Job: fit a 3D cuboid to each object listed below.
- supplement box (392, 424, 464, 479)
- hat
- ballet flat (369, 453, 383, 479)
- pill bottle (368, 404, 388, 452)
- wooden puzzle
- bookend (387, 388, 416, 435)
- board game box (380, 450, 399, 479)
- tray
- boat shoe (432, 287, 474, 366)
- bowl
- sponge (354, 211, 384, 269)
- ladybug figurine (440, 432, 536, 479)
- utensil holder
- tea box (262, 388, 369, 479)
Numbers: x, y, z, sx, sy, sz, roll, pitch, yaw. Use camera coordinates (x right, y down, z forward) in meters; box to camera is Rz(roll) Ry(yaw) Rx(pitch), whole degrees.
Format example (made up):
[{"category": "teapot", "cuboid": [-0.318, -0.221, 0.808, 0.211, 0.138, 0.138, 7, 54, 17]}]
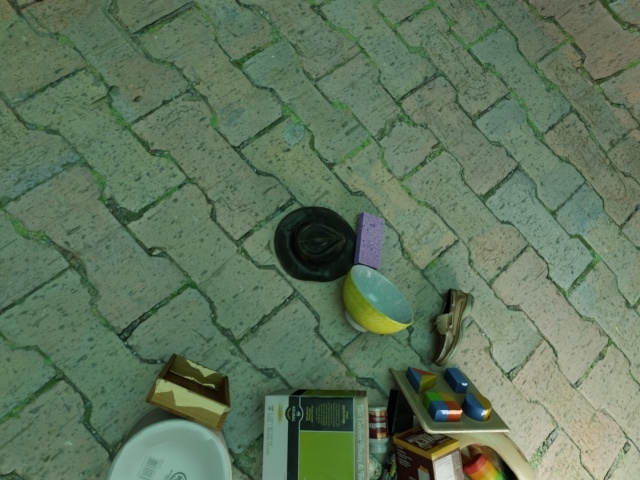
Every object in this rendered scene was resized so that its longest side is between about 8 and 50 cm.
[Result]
[{"category": "supplement box", "cuboid": [0.360, 0.757, 1.542, 0.129, 0.191, 0.194, -6, 89, -32]}, {"category": "hat", "cuboid": [0.000, 0.000, 1.722, 0.331, 0.134, 0.331, 4, 75, -15]}, {"category": "ballet flat", "cuboid": [0.128, 0.760, 1.605, 0.241, 0.077, 0.091, 37, 68, -5]}, {"category": "pill bottle", "cuboid": [0.199, 0.670, 1.642, 0.086, 0.086, 0.152, 1, 77, -16]}, {"category": "wooden puzzle", "cuboid": [0.456, 0.546, 1.633, 0.348, 0.322, 0.080, 10, 107, -16]}, {"category": "bookend", "cuboid": [0.329, 0.643, 1.694, 0.157, 0.072, 0.156, 16, 74, -13]}, {"category": "board game box", "cuboid": [0.280, 0.850, 1.624, 0.141, 0.048, 0.170, 33, 69, -26]}, {"category": "tray", "cuboid": [-0.376, 0.434, 1.356, 0.203, 0.411, 0.076, 26, 79, -9]}, {"category": "boat shoe", "cuboid": [0.493, 0.333, 1.801, 0.116, 0.123, 0.324, 28, 64, -1]}, {"category": "bowl", "cuboid": [0.180, 0.244, 1.685, 0.289, 0.289, 0.156, 37, 112, -5]}, {"category": "sponge", "cuboid": [0.194, 0.002, 1.811, 0.117, 0.031, 0.210, 20, 69, -34]}, {"category": "ladybug figurine", "cuboid": [0.580, 0.819, 1.651, 0.305, 0.162, 0.449, -36, 88, 7]}, {"category": "utensil holder", "cuboid": [-0.418, 0.643, 1.311, 0.328, 0.385, 0.327, 4, 76, -16]}, {"category": "tea box", "cuboid": [-0.007, 0.654, 1.468, 0.323, 0.220, 0.329, 0, 77, 6]}]
